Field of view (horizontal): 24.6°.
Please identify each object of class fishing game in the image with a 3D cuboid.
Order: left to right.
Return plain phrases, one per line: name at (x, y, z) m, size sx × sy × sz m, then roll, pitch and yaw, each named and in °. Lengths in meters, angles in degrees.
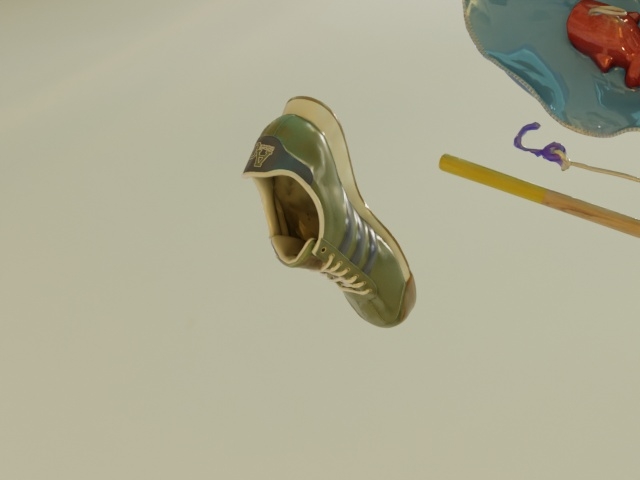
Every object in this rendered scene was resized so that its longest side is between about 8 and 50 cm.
fishing game at (0.150, -0.122, 0.608) m, size 0.189 × 0.041 × 0.264 m, roll 25°, pitch -110°, yaw 16°

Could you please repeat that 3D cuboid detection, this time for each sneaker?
sneaker at (0.000, 0.000, 1.043) m, size 0.064 × 0.192 × 0.086 m, roll -2°, pitch -146°, yaw 39°
